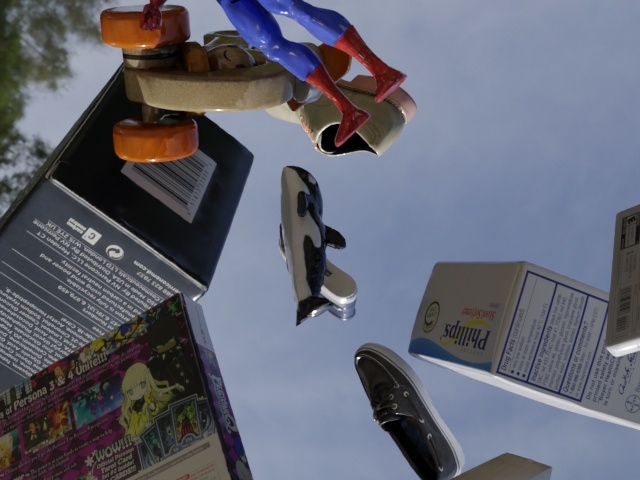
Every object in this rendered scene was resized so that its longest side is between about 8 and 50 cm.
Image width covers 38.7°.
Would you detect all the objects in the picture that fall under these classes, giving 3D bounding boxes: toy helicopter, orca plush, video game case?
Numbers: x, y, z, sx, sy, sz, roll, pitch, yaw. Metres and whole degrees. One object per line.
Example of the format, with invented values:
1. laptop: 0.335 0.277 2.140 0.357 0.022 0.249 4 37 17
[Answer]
1. toy helicopter: -0.085 -0.193 0.982 0.235 0.140 0.355 -2 -160 1
2. orca plush: 0.000 0.000 1.499 0.102 0.151 0.287 1 -136 -14
3. video game case: -0.171 0.183 0.717 0.232 0.042 0.210 -30 -122 11
4. video game case: 0.382 0.013 0.932 0.183 0.023 0.201 -27 -150 40

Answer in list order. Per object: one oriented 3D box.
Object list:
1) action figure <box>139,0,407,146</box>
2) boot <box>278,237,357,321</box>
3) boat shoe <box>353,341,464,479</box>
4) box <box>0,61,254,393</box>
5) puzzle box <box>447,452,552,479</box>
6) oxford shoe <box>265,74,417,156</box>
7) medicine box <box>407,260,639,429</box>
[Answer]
1. action figure: -0.076 -0.182 0.688 0.091 0.280 0.139 -45 179 41
2. boot: -0.008 0.066 1.639 0.069 0.086 0.190 -32 -122 -22
3. boat shoe: 0.113 0.250 1.298 0.080 0.076 0.228 -41 -102 37
4. box: -0.301 0.024 1.141 0.395 0.212 0.293 -43 -160 30
5. puzzle box: 0.071 0.337 0.724 0.052 0.409 0.272 13 -85 33
6. oxford shoe: 0.001 -0.255 1.839 0.397 0.140 0.146 13 -114 46
7. medicine box: 0.307 0.139 1.220 0.263 0.289 0.149 175 -65 -73
